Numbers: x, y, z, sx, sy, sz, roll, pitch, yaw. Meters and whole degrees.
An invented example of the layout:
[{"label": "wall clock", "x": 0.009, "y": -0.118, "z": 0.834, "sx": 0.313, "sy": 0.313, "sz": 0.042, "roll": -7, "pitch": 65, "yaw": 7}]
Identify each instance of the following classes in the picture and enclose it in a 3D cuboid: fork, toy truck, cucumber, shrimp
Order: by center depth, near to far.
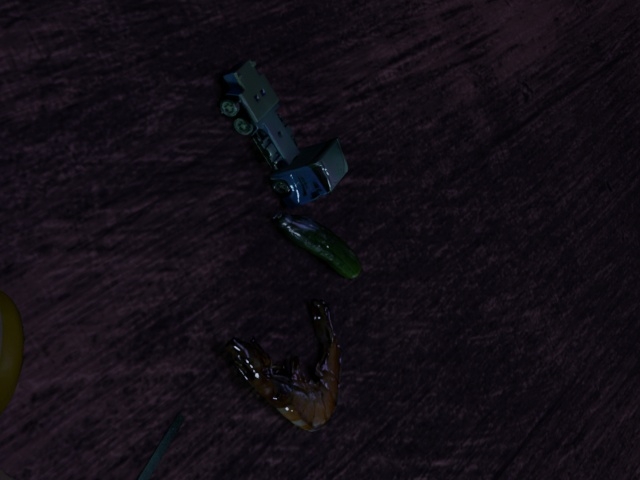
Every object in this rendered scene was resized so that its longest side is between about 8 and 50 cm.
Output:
[{"label": "fork", "x": -0.181, "y": 0.251, "z": 1.012, "sx": 0.039, "sy": 0.021, "sz": 0.235, "roll": 55, "pitch": 46, "yaw": -28}, {"label": "shrimp", "x": -0.031, "y": 0.117, "z": 1.198, "sx": 0.195, "sy": 0.035, "sz": 0.148, "roll": 46, "pitch": 52, "yaw": -40}, {"label": "toy truck", "x": -0.039, "y": -0.125, "z": 1.220, "sx": 0.175, "sy": 0.081, "sz": 0.067, "roll": 58, "pitch": 43, "yaw": -20}, {"label": "cucumber", "x": 0.000, "y": 0.000, "z": 1.266, "sx": 0.155, "sy": 0.037, "sz": 0.037, "roll": 35, "pitch": 56, "yaw": -38}]

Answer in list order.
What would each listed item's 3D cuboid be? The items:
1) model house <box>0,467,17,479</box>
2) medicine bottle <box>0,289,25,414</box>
[{"label": "model house", "x": -0.271, "y": 0.240, "z": 0.728, "sx": 0.193, "sy": 0.234, "sz": 0.175, "roll": 47, "pitch": 27, "yaw": -27}, {"label": "medicine bottle", "x": -0.341, "y": 0.074, "z": 0.805, "sx": 0.212, "sy": 0.121, "sz": 0.122, "roll": 19, "pitch": 67, "yaw": -44}]
